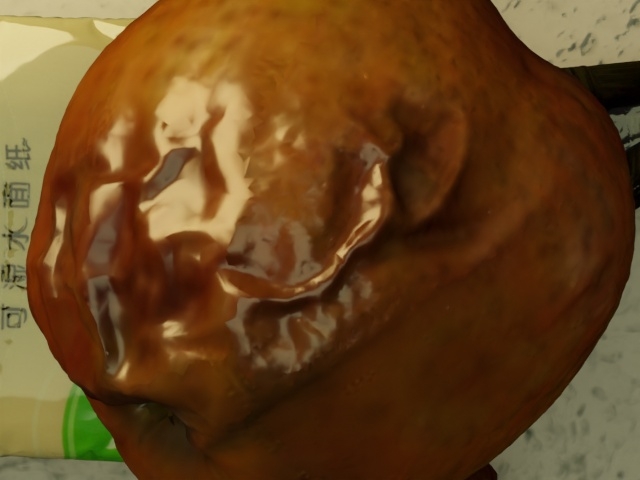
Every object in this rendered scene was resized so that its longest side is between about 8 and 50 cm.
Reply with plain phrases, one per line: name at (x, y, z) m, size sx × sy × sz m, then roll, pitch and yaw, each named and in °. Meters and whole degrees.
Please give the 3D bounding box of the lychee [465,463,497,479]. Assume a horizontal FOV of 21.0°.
lychee at (0.027, 0.242, 1.560) m, size 0.255 × 0.255 × 0.300 m, roll -52°, pitch 52°, yaw 6°

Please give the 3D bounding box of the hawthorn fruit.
hawthorn fruit at (0.000, 0.000, 1.319) m, size 0.471 × 0.472 × 0.472 m, roll 0°, pitch 93°, yaw 5°

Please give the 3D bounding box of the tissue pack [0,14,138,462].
tissue pack at (-0.277, -0.007, 1.580) m, size 0.331 × 0.205 × 0.405 m, roll 2°, pitch 93°, yaw 3°

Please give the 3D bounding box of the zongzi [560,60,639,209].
zongzi at (0.227, -0.009, 1.575) m, size 0.286 × 0.138 × 0.300 m, roll -4°, pitch 97°, yaw 5°
